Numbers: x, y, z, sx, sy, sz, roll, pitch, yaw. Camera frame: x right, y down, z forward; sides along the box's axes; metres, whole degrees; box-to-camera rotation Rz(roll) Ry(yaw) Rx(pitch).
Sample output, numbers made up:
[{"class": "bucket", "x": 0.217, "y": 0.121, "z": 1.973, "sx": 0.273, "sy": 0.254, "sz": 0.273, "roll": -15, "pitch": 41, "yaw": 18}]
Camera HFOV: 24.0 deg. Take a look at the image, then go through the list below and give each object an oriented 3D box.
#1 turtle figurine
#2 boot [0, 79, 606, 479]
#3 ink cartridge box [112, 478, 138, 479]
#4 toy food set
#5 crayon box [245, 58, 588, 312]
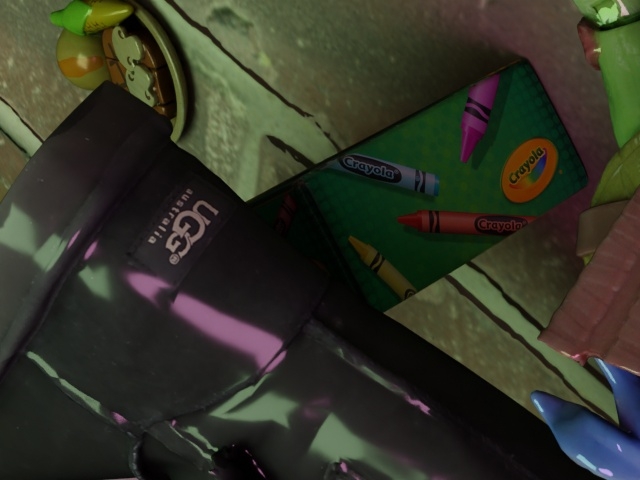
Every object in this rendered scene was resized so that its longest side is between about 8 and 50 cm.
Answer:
[{"class": "turtle figurine", "x": 0.196, "y": -0.034, "z": 0.632, "sx": 0.198, "sy": 0.274, "sz": 0.266, "roll": 166, "pitch": 97, "yaw": -79}, {"class": "boot", "x": 0.012, "y": 0.160, "z": 0.767, "sx": 0.445, "sy": 0.146, "sz": 0.367, "roll": 35, "pitch": 152, "yaw": -2}, {"class": "ink cartridge box", "x": -0.187, "y": 0.129, "z": 1.122, "sx": 0.384, "sy": 0.279, "sz": 0.160, "roll": 21, "pitch": 133, "yaw": 46}, {"class": "toy food set", "x": -0.146, "y": -0.119, "z": 1.090, "sx": 0.132, "sy": 0.038, "sz": 0.192, "roll": 12, "pitch": 124, "yaw": 50}, {"class": "crayon box", "x": 0.000, "y": 0.000, "z": 0.866, "sx": 0.278, "sy": 0.165, "sz": 0.081, "roll": -24, "pitch": 95, "yaw": 57}]
